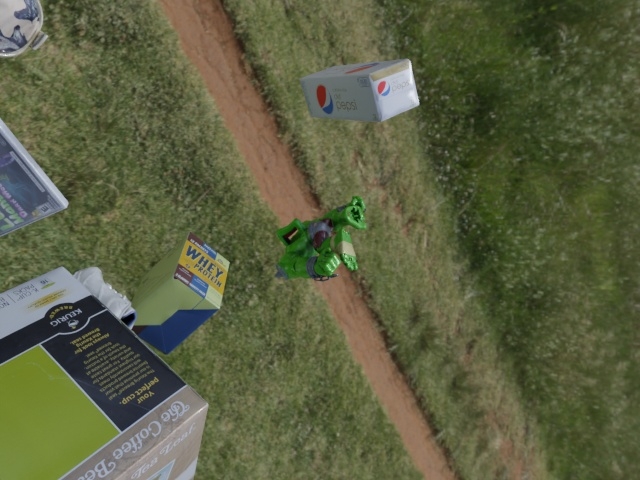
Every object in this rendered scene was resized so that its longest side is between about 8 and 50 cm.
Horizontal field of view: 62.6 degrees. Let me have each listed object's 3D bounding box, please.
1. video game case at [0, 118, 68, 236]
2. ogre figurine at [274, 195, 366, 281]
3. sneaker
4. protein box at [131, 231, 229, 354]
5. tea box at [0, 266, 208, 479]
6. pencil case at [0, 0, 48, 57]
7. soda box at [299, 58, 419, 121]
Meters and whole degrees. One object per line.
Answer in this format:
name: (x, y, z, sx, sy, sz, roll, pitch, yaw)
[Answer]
video game case: (-0.542, -0.096, 0.850, 0.022, 0.173, 0.190, -106, 172, -53)
ogre figurine: (0.000, 0.000, 0.812, 0.097, 0.118, 0.197, 46, 38, -38)
sneaker: (-0.459, 0.156, 1.124, 0.129, 0.297, 0.111, -21, 133, -13)
protein box: (-0.347, 0.126, 1.289, 0.136, 0.200, 0.201, 41, 20, -22)
tea box: (-0.378, 0.260, 0.666, 0.329, 0.323, 0.220, -32, 149, -44)
pencil case: (-0.757, -0.491, 1.075, 0.160, 0.410, 0.183, -67, 159, -2)
soda box: (0.052, -0.229, 0.807, 0.074, 0.216, 0.069, -27, 115, -20)
